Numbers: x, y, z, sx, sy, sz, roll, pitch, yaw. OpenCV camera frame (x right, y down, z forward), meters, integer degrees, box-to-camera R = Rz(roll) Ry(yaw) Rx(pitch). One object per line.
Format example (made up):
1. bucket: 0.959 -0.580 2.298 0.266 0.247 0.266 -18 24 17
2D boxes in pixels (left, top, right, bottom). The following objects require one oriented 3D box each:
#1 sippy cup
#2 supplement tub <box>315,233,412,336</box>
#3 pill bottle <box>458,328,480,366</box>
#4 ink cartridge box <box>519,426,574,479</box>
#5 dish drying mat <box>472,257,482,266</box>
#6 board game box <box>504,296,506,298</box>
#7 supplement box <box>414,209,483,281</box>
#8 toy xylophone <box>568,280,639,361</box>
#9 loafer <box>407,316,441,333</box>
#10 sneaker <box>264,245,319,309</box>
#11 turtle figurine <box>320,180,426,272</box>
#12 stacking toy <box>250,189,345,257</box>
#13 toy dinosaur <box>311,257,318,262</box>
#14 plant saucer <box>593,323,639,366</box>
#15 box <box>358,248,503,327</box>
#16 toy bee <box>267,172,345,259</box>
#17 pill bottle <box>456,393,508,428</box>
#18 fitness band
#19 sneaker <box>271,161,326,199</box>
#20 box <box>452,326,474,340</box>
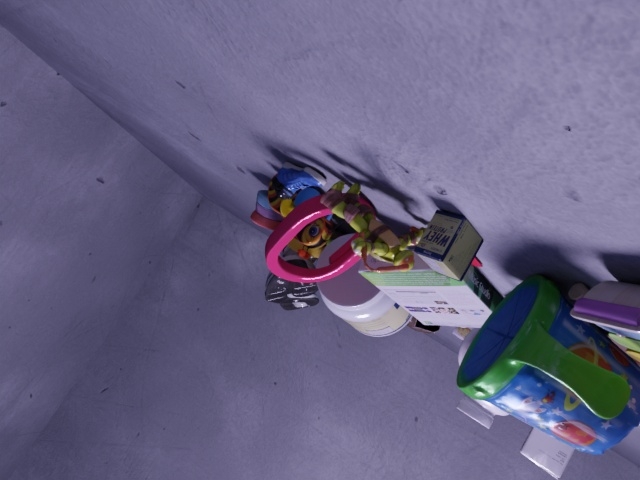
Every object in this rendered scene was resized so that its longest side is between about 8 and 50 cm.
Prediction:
1. sippy cup: 0.382 0.212 0.807 0.224 0.240 0.305 36 -146 8
2. supplement tub: 0.133 0.130 1.398 0.235 0.236 0.325 29 172 28
3. pill bottle: 0.558 0.369 1.411 0.169 0.169 0.301 37 171 -32
4. ink cartridge box: 0.706 0.540 1.458 0.117 0.278 0.201 29 171 29
5. dish drying mat: 0.284 0.027 0.951 0.032 0.008 0.083 24 168 48
6. board game box: 0.432 0.143 1.001 0.103 0.026 0.154 32 173 15
7. supplement box: 0.214 0.009 0.821 0.056 0.083 0.083 21 167 48
8. toy xylophone: 0.470 0.149 0.656 0.322 0.081 0.236 34 173 -6
9. loafer: 0.330 0.257 1.892 0.365 0.134 0.130 26 173 -27
10. sneaker: -0.100 0.057 1.539 0.168 0.258 0.447 -10 163 -2
11. turtle figurine: 0.110 -0.014 0.914 0.269 0.087 0.217 -14 -126 -47
12. stacking toy: -0.037 -0.073 1.505 0.308 0.131 0.279 31 -161 36
13. toy dinosaur: 0.052 0.056 1.810 0.321 0.165 0.218 16 -170 -8
14. plant saucer: 0.526 0.185 0.866 0.168 0.029 0.168 32 172 5
15. box: 0.269 0.116 1.127 0.232 0.059 0.322 -4 150 41
16. toy bee: -0.036 -0.047 1.219 0.195 0.162 0.298 35 176 -41
17. pill bottle: 0.456 0.342 1.271 0.146 0.264 0.146 32 173 4
18. fitness band: 0.000 0.000 1.105 0.208 0.054 0.291 17 137 -30
19. sneaker: -0.054 -0.123 1.110 0.152 0.085 0.058 25 170 46
20. box: 0.583 0.353 1.606 0.324 0.067 0.063 27 171 47
